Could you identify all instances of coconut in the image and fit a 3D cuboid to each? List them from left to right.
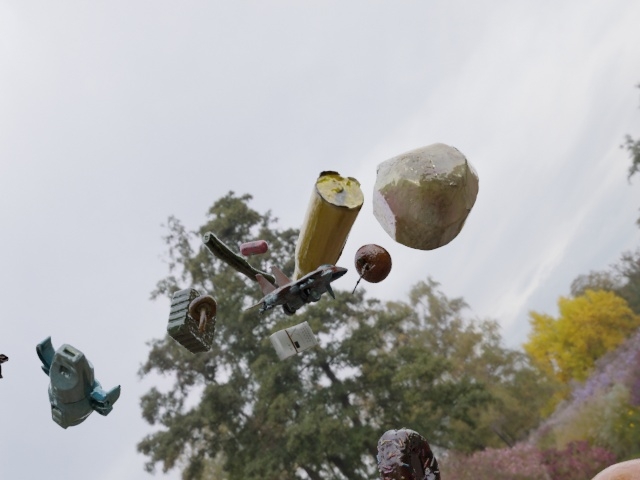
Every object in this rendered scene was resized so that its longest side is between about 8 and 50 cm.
[{"bbox_3d":[0.320,-0.139,1.686,0.352,0.352,0.353,-33,-30,-22],"label":"coconut"}]

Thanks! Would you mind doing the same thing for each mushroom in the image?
[{"bbox_3d":[-0.389,0.244,1.779,0.088,0.130,0.073,22,-33,-28],"label":"mushroom"}]

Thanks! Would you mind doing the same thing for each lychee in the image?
[{"bbox_3d":[0.137,0.066,1.425,0.140,0.101,0.114,-41,-53,-75],"label":"lychee"}]

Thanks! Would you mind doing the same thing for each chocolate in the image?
[{"bbox_3d":[0.000,0.000,1.685,0.162,0.162,0.445,-21,-34,-37],"label":"chocolate"}]

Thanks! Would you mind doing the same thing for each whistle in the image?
[{"bbox_3d":[-0.480,0.284,1.053,0.093,0.186,0.274,-50,-11,-44],"label":"whistle"}]

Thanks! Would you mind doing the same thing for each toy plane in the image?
[{"bbox_3d":[-0.024,0.109,1.307,0.223,0.104,0.326,-32,-19,37],"label":"toy plane"}]

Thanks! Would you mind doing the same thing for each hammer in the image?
[{"bbox_3d":[-0.189,0.024,1.545,0.083,0.043,0.043,-10,-17,24],"label":"hammer"}]

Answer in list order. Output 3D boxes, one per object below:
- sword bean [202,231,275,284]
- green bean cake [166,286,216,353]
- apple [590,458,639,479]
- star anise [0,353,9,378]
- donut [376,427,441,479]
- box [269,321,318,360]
[{"bbox_3d":[-0.203,0.056,1.374,0.043,0.038,0.269,-48,-44,2],"label":"sword bean"},{"bbox_3d":[-0.443,0.280,1.880,0.094,0.183,0.185,-19,-43,18],"label":"green bean cake"},{"bbox_3d":[0.601,0.528,0.979,0.272,0.252,0.206,-19,-28,33],"label":"apple"},{"bbox_3d":[-0.824,0.262,1.293,0.070,0.097,0.191,-11,-60,17],"label":"star anise"},{"bbox_3d":[0.255,0.638,1.517,0.089,0.235,0.235,-32,-21,27],"label":"donut"},{"bbox_3d":[-0.082,0.313,1.698,0.040,0.084,0.154,-37,-16,34],"label":"box"}]
